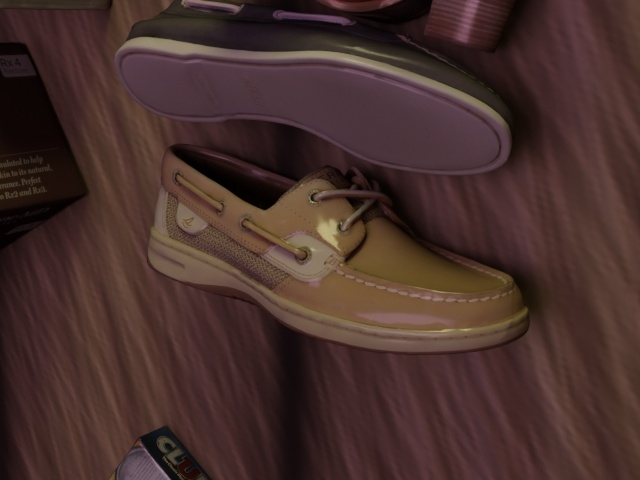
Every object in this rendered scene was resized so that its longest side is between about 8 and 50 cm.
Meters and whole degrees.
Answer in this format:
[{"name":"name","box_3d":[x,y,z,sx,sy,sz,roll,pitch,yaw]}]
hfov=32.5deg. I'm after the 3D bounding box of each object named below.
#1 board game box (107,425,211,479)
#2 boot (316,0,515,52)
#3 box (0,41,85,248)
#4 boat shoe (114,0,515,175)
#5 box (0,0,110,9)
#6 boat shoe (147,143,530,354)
[{"name":"board game box","box_3d":[-0.167,0.319,1.056,0.165,0.042,0.243,47,120,16]},{"name":"boot","box_3d":[0.067,-0.230,0.789,0.197,0.073,0.152,21,104,27]},{"name":"box","box_3d":[-0.370,-0.067,1.034,0.203,0.168,0.167,-26,85,34]},{"name":"boat shoe","box_3d":[-0.004,-0.134,0.830,0.335,0.095,0.112,14,147,26]},{"name":"box","box_3d":[-0.339,-0.305,0.984,0.311,0.148,0.121,24,112,28]},{"name":"boat shoe","box_3d":[0.000,0.000,0.839,0.341,0.121,0.110,14,108,31]}]
